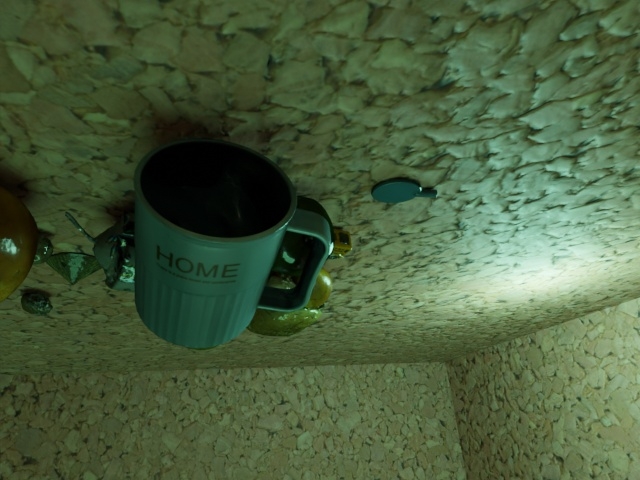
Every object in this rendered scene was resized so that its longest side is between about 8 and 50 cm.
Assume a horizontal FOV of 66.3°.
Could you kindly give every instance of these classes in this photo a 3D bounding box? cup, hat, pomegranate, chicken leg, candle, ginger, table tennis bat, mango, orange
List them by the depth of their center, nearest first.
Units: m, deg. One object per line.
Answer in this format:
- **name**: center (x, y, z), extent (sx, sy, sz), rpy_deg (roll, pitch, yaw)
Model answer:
- **orange**: center (-0.671, 0.017, 0.893), extent (0.226, 0.284, 0.284), rpy_deg (36, 158, 9)
- **cup**: center (-0.181, 0.009, 0.915), extent (0.331, 0.257, 0.311), rpy_deg (-13, 142, -34)
- **candle**: center (-0.404, 0.025, 1.100), extent (0.330, 0.187, 0.187), rpy_deg (14, 151, -33)
- **table tennis bat**: center (0.191, -0.110, 1.112), extent (0.155, 0.019, 0.100), rpy_deg (2, 156, -12)
- **pomegranate**: center (-0.072, -0.012, 1.113), extent (0.187, 0.187, 0.225), rpy_deg (5, 179, -23)
- **ginger**: center (-0.736, 0.023, 1.146), extent (0.204, 0.080, 0.104), rpy_deg (-5, -171, 1)
- **hat**: center (-0.668, 0.090, 1.330), extent (0.146, 0.067, 0.146), rpy_deg (-5, 157, -2)
- **mango**: center (-0.032, 0.136, 1.546), extent (0.141, 0.102, 0.217), rpy_deg (19, 153, 6)
- **chicken leg**: center (-0.903, 0.214, 1.576), extent (0.085, 0.069, 0.198), rpy_deg (4, 162, -18)

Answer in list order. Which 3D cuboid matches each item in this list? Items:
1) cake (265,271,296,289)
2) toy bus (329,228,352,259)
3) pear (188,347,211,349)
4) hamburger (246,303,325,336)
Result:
- **cake**: center (-0.165, 0.138, 1.517), extent (0.220, 0.086, 0.117), rpy_deg (14, 133, 48)
- **toy bus**: center (0.000, 0.000, 1.262), extent (0.162, 0.070, 0.074), rpy_deg (10, 152, -35)
- **pear**: center (-0.335, 0.177, 1.386), extent (0.269, 0.269, 0.321), rpy_deg (-16, 166, 24)
- **hamburger**: center (-0.130, 0.259, 1.755), extent (0.259, 0.145, 0.283), rpy_deg (12, 146, -29)
